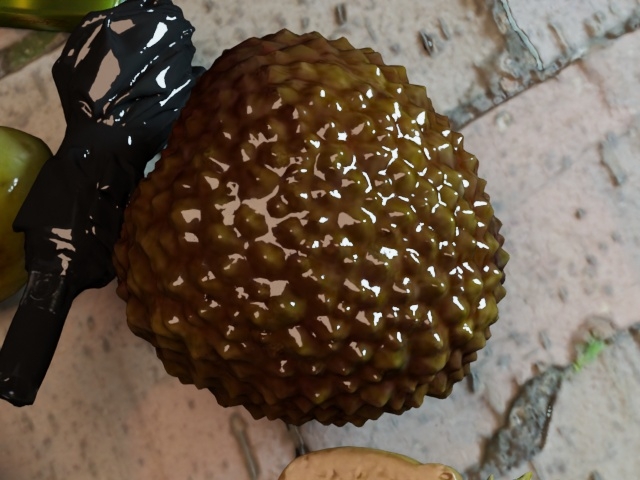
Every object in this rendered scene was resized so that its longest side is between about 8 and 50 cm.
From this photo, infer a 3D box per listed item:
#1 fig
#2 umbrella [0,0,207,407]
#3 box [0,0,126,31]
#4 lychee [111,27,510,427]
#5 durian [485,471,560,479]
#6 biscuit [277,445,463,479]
[{"bbox_3d":[-0.267,-0.018,1.098,0.153,0.121,0.136,-31,100,16],"label":"fig"},{"bbox_3d":[-0.167,-0.036,1.045,0.118,0.118,0.340,6,57,17],"label":"umbrella"},{"bbox_3d":[-0.209,-0.326,1.232,0.173,0.043,0.311,6,74,17],"label":"box"},{"bbox_3d":[0.000,0.000,0.964,0.267,0.267,0.267,-5,71,14],"label":"lychee"},{"bbox_3d":[0.096,0.268,0.888,0.195,0.185,0.305,16,88,42],"label":"durian"},{"bbox_3d":[0.030,0.201,1.000,0.140,0.023,0.118,12,78,18],"label":"biscuit"}]
